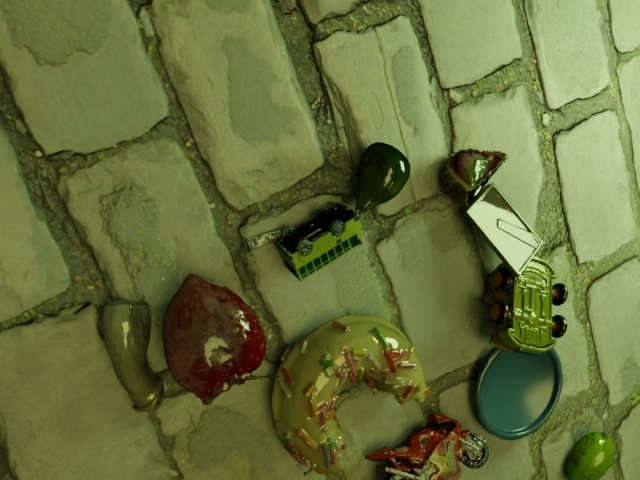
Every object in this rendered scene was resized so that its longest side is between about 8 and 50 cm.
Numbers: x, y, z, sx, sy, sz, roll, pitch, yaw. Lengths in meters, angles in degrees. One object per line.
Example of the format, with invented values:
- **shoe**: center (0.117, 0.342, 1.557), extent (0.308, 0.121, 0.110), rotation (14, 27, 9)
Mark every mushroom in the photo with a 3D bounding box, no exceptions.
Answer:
- **mushroom**: center (-0.355, 0.222, 1.080), extent (0.081, 0.092, 0.223), rotation (-7, 99, 21)

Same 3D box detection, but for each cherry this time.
- **cherry**: center (-0.209, 0.178, 1.087), extent (0.192, 0.175, 0.249), rotation (-20, 103, -6)

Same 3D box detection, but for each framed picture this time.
- **framed picture**: center (0.450, -0.029, 1.388), extent (0.203, 0.015, 0.150), rotation (50, 55, -2)

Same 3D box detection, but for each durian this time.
- **durian**: center (0.349, -0.162, 1.355), extent (0.108, 0.119, 0.187), rotation (42, 63, 15)

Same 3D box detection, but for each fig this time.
- **fig**: center (0.126, -0.124, 1.226), extent (0.117, 0.117, 0.177), rotation (36, 66, -24)

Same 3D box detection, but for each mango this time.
- **mango**: center (0.788, 0.641, 1.649), extent (0.119, 0.100, 0.178), rotation (34, 90, -27)

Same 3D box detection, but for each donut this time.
- **donut**: center (0.063, 0.325, 1.245), extent (0.371, 0.150, 0.307), rotation (-35, 109, -16)

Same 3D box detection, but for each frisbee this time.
- **frisbee**: center (0.523, 0.389, 1.519), extent (0.290, 0.049, 0.289), rotation (-3, 98, -20)

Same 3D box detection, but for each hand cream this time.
- **hand cream**: center (-0.112, -0.005, 1.198), extent (0.093, 0.019, 0.030), rotation (-20, 107, -14)

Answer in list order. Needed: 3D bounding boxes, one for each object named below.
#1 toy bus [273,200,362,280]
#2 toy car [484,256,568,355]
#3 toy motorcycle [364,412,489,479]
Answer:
- **toy bus**: center (0.000, 0.000, 1.200), extent (0.175, 0.088, 0.101), rotation (-30, 128, -16)
- **toy car**: center (0.499, 0.166, 1.427), extent (0.200, 0.142, 0.247), rotation (18, 69, -16)
- **toy motorcycle**: center (0.265, 0.526, 1.382), extent (0.298, 0.089, 0.171), rotation (-21, 79, -18)
